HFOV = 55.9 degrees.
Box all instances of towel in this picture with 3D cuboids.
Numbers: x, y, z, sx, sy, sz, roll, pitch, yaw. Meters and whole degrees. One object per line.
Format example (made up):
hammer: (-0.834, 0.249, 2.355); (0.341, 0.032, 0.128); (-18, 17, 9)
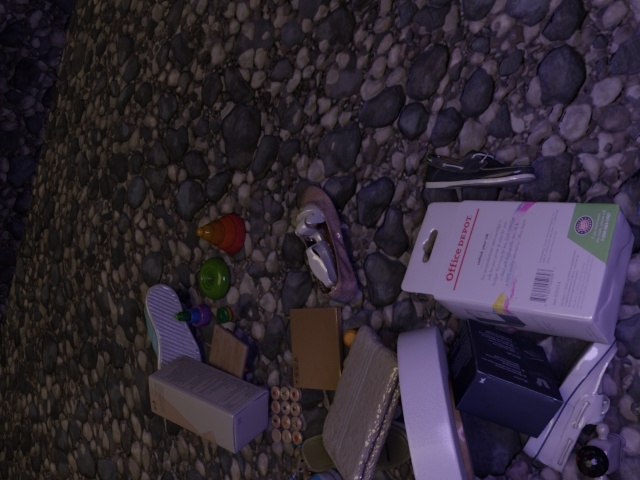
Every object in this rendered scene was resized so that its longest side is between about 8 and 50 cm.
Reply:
towel: (0.086, 0.333, 1.208); (0.187, 0.049, 0.282); (39, 113, 63)

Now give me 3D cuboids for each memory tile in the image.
memory tile: (-0.089, 0.454, 1.569); (0.113, 0.012, 0.148); (-8, 84, 42)

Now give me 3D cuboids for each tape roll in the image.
tape roll: (0.213, 0.345, 1.059); (0.072, 0.392, 0.392); (-13, 78, 13)

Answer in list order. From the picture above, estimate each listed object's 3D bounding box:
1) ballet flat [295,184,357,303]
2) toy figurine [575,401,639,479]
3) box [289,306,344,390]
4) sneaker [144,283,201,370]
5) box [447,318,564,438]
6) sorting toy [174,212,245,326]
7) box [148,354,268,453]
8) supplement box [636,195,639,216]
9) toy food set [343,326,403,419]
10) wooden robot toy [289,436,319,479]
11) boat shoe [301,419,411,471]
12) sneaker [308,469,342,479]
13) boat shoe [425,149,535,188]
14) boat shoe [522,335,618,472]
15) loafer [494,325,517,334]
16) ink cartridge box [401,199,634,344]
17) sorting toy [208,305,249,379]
ballet flat: (0.000, 0.000, 1.441); (0.107, 0.106, 0.316); (-38, 64, 35)
toy figurine: (0.521, 0.358, 0.922); (0.213, 0.148, 0.209); (-48, 59, 31)
box: (-0.009, 0.267, 1.497); (0.164, 0.021, 0.201); (-8, 82, 42)
sneaker: (-0.452, 0.316, 1.855); (0.150, 0.135, 0.366); (148, 111, -70)
box: (0.318, 0.239, 1.062); (0.156, 0.158, 0.093); (21, 116, -4)
sorting toy: (-0.339, 0.088, 1.736); (0.127, 0.126, 0.365); (34, 110, 38)
box: (-0.303, 0.434, 1.628); (0.311, 0.148, 0.121); (15, 114, 32)
supplement box: (0.556, -0.058, 0.950); (0.083, 0.083, 0.056); (12, 97, 42)
toy food set: (0.137, 0.299, 1.335); (0.232, 0.104, 0.111); (39, 101, 17)
wooden robot toy: (-0.038, 0.547, 1.500); (0.079, 0.076, 0.173); (-127, 50, -73)
boat shoe: (0.094, 0.443, 1.337); (0.302, 0.103, 0.113); (-21, 82, 39)
sneaker: (0.014, 0.663, 1.413); (0.087, 0.092, 0.228); (-23, 74, 38)
boat shoe: (0.306, -0.140, 1.182); (0.233, 0.084, 0.079); (5, 92, 45)
boat shoe: (0.447, 0.280, 1.034); (0.088, 0.096, 0.267); (31, 103, 22)
loafer: (0.372, 0.137, 1.140); (0.125, 0.039, 0.045); (-49, 59, 30)
ink cartridge box: (0.341, 0.044, 1.077); (0.353, 0.119, 0.207); (6, 68, 42)
sorting toy: (-0.247, 0.322, 1.686); (0.132, 0.046, 0.274); (29, 117, 33)
